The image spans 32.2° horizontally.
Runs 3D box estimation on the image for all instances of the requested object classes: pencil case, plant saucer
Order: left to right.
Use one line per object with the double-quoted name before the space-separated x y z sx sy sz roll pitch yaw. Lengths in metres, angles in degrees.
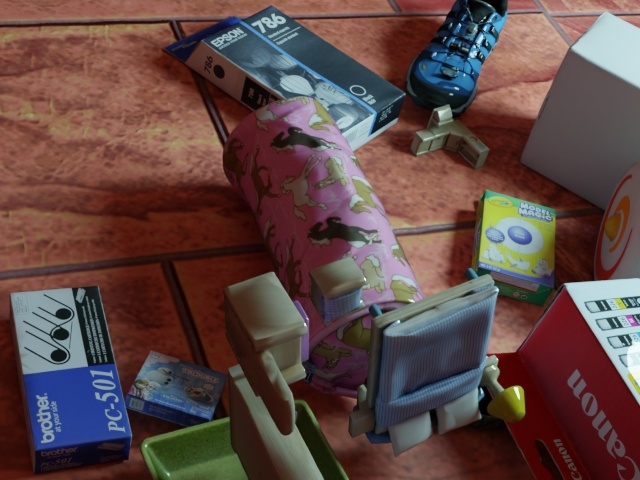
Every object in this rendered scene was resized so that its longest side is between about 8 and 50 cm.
"plant saucer" -0.064 0.262 1.097 0.188 0.045 0.188 -11 49 -27
"pencil case" 0.000 0.000 1.295 0.167 0.160 0.386 -25 49 4

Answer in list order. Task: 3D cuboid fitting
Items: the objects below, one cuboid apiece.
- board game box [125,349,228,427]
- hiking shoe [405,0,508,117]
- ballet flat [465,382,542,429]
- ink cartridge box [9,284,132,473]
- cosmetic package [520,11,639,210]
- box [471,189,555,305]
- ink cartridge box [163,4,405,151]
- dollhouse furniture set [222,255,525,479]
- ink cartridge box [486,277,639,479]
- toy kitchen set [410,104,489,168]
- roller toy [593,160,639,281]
"board game box" -0.152 0.159 1.177 0.090 0.020 0.090 17 25 0
"hiking shoe" 0.212 -0.307 1.707 0.113 0.132 0.304 22 43 5
"ballet flat" 0.175 0.181 1.250 0.173 0.049 0.057 0 45 -18
"ink cartridge box" -0.265 0.140 1.161 0.097 0.046 0.207 -5 47 -21
"cosmetic package" 0.500 -0.126 1.551 0.385 0.217 0.156 35 46 16
"box" 0.258 0.000 1.469 0.105 0.043 0.179 15 41 -2
"ink cartridge box" -0.055 -0.247 1.616 0.333 0.065 0.165 34 46 20
"dollhouse furniture set" 0.090 0.152 1.014 0.303 0.286 0.198 -19 53 -18
"ink cartridge box" 0.359 0.198 1.205 0.272 0.130 0.309 -3 48 -29
"toy kitchen set" 0.188 -0.144 1.577 0.083 0.068 0.075 -20 54 -32
"roller toy" 0.435 -0.003 1.413 0.146 0.209 0.191 15 49 -1
